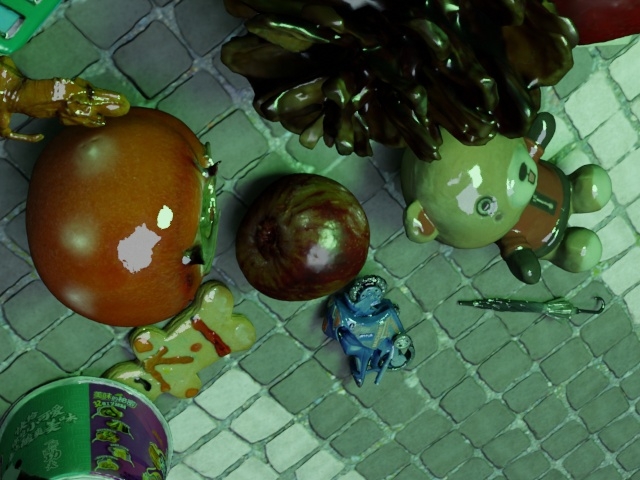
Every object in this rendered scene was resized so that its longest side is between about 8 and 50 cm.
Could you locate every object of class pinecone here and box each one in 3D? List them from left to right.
[{"bbox_3d":[0.078,-0.247,1.312,0.397,0.398,0.398,-13,127,-17],"label":"pinecone"}]

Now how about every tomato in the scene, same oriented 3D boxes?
[{"bbox_3d":[-0.222,-0.027,1.439,0.224,0.256,0.256,-2,125,-3],"label":"tomato"}]

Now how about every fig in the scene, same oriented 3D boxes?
[{"bbox_3d":[0.002,-0.003,1.635,0.207,0.175,0.175,1,123,-43],"label":"fig"}]

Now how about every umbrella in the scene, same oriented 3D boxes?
[{"bbox_3d":[0.332,0.109,1.937,0.268,0.044,0.044,0,95,-24],"label":"umbrella"}]

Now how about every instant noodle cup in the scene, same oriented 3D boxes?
[{"bbox_3d":[-0.314,0.333,1.652,0.251,0.190,0.251,-4,115,-8],"label":"instant noodle cup"}]

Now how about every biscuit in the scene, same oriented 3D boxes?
[{"bbox_3d":[-0.201,0.162,1.729,0.234,0.030,0.153,-33,129,-1],"label":"biscuit"}]

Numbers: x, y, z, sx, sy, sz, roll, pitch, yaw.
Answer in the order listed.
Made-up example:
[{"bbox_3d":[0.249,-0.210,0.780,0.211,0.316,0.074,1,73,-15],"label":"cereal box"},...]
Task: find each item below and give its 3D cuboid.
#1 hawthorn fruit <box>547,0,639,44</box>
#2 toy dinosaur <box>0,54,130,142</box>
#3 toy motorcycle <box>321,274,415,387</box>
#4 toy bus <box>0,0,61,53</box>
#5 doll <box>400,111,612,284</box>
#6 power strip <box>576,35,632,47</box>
[{"bbox_3d":[0.304,-0.346,1.469,0.307,0.265,0.265,-20,132,13],"label":"hawthorn fruit"},{"bbox_3d":[-0.425,-0.166,1.327,0.432,0.097,0.208,17,141,-13],"label":"toy dinosaur"},{"bbox_3d":[0.066,0.131,1.808,0.114,0.076,0.205,-23,132,3],"label":"toy motorcycle"},{"bbox_3d":[-0.287,-0.355,1.219,0.343,0.183,0.199,-47,133,12],"label":"toy bus"},{"bbox_3d":[0.244,-0.071,1.693,0.329,0.174,0.235,22,81,-38],"label":"doll"},{"bbox_3d":[0.355,-0.284,1.674,0.191,0.030,0.048,-7,126,-20],"label":"power strip"}]
